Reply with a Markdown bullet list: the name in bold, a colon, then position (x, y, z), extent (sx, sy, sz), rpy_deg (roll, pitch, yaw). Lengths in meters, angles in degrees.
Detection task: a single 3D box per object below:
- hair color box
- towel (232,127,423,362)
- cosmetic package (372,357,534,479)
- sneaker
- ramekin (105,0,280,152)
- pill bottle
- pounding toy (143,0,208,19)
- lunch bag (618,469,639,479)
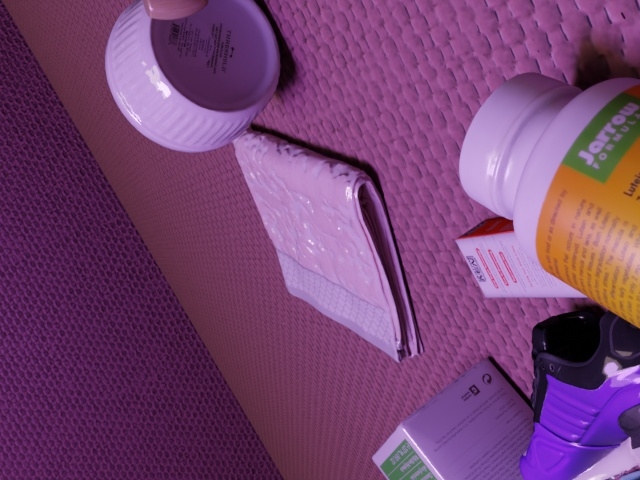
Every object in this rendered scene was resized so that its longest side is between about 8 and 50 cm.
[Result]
- **hair color box**: position (0.192, 0.013, 0.631), extent (0.072, 0.043, 0.141), rpy_deg (61, 157, -8)
- **towel**: position (0.000, 0.000, 1.021), extent (0.332, 0.053, 0.317), rpy_deg (28, 144, 51)
- **cosmetic package**: position (0.246, 0.349, 0.826), extent (0.365, 0.155, 0.197), rpy_deg (51, 157, 21)
- **sneaker**: position (0.244, 0.139, 0.634), extent (0.146, 0.102, 0.293), rpy_deg (54, 154, 20)
- **ramekin**: position (-0.147, -0.219, 0.841), extent (0.109, 0.207, 0.207), rpy_deg (-11, 110, 58)
- **pill bottle**: position (0.209, -0.018, 0.422), extent (0.245, 0.136, 0.136), rpy_deg (38, 151, 41)
- **pounding toy**: position (-0.113, -0.358, 0.670), extent (0.155, 0.154, 0.270), rpy_deg (12, 112, 60)
- **lunch bag**: position (0.334, 0.306, 0.573), extent (0.223, 0.160, 0.262), rpy_deg (49, 163, 22)
